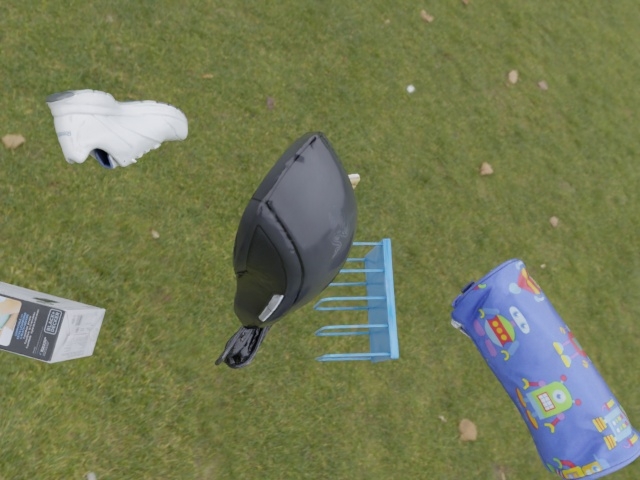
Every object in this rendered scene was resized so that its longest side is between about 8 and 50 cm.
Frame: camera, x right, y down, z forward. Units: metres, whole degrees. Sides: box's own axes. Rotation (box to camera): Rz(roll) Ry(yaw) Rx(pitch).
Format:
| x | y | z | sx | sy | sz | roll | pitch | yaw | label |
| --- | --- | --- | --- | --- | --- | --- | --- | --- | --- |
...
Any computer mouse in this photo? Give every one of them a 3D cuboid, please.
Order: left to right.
| x | y | z | sx | sy | sz | roll | pitch | yaw | label |
| --- | --- | --- | --- | --- | --- | --- | --- | --- | --- |
| 0.000 | 0.000 | 0.459 | 0.060 | 0.262 | 0.184 | 32 | 56 | 8 | computer mouse |

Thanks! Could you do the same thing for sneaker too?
| x | y | z | sx | sy | sz | roll | pitch | yaw | label |
| --- | --- | --- | --- | --- | --- | --- | --- | --- | --- |
| -0.358 | -0.193 | 1.072 | 0.297 | 0.111 | 0.129 | -11 | 99 | -57 | sneaker |

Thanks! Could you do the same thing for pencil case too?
| x | y | z | sx | sy | sz | roll | pitch | yaw | label |
| --- | --- | --- | --- | --- | --- | --- | --- | --- | --- |
| 0.297 | 0.175 | 0.813 | 0.306 | 0.133 | 0.119 | 59 | 16 | 17 | pencil case |

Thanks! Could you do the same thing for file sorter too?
| x | y | z | sx | sy | sz | roll | pitch | yaw | label |
| --- | --- | --- | --- | --- | --- | --- | --- | --- | --- |
| 0.045 | 0.094 | 0.876 | 0.105 | 0.118 | 0.170 | -1 | 76 | -9 | file sorter |

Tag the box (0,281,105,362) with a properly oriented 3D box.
| x | y | z | sx | sy | sz | roll | pitch | yaw | label |
| --- | --- | --- | --- | --- | --- | --- | --- | --- | --- |
| -0.540 | 0.121 | 0.997 | 0.290 | 0.169 | 0.087 | 15 | 84 | 2 | box |
